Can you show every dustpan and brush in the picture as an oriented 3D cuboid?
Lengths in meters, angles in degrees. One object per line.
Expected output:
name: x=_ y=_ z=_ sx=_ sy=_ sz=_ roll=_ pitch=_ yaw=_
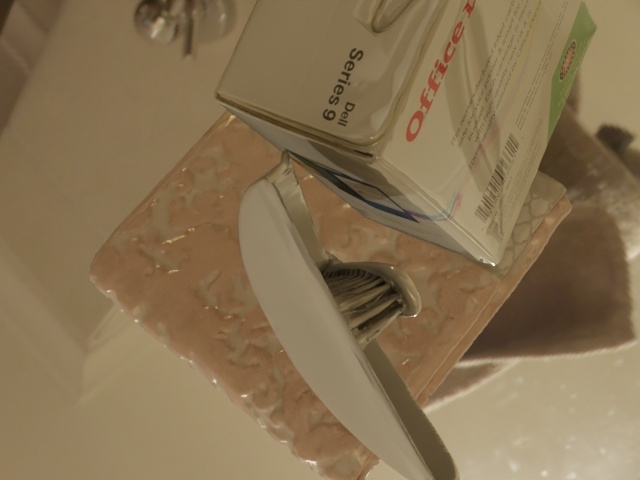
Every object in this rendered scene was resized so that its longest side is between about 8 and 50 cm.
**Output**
dustpan and brush: x=0.005 y=0.024 z=0.589 sx=0.060 sy=0.211 sz=0.147 roll=-31 pitch=-80 yaw=-16

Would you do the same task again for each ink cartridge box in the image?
ink cartridge box: x=0.055 y=-0.092 z=0.656 sx=0.093 sy=0.212 sz=0.154 roll=22 pitch=-94 yaw=24

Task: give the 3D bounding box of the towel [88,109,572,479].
towel: x=0.000 y=0.000 z=1.135 sx=0.332 sy=0.053 sz=0.317 roll=36 pitch=-96 yaw=29
